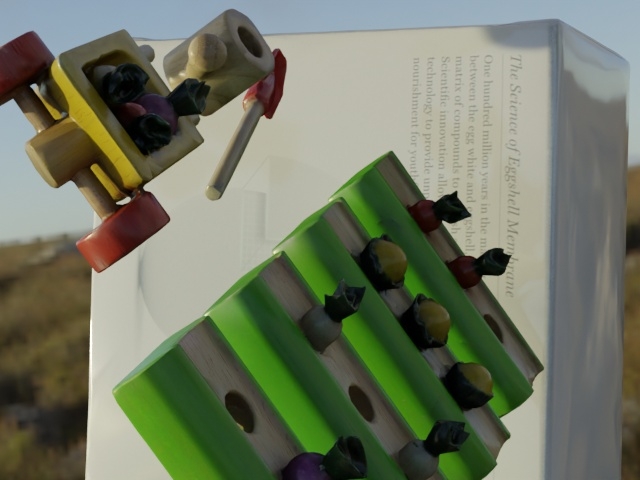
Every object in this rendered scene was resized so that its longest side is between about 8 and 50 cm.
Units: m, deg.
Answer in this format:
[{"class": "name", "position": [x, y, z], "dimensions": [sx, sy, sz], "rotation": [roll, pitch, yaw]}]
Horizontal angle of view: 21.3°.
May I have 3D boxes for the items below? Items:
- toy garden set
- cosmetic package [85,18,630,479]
[{"class": "toy garden set", "position": [0.000, 0.000, 0.566], "dimensions": [0.049, 0.204, 0.244], "rotation": [-34, 4, 24]}, {"class": "cosmetic package", "position": [0.022, 0.020, 0.802], "dimensions": [0.225, 0.224, 0.138], "rotation": [1, -2, 25]}]
